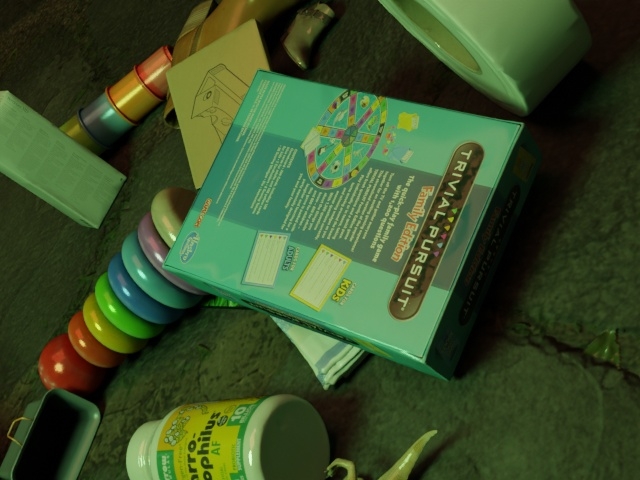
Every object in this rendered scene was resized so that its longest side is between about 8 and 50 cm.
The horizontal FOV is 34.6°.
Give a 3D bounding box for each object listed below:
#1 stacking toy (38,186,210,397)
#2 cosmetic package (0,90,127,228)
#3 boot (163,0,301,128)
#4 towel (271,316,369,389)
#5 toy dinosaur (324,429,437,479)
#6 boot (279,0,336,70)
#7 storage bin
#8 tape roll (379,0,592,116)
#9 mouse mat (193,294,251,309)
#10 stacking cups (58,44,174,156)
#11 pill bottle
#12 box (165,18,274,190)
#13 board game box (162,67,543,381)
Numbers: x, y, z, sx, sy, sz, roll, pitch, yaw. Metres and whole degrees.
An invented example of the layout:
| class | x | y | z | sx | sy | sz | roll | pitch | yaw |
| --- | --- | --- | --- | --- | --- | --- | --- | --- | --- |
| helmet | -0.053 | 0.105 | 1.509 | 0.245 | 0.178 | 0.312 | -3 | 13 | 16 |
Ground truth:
| class | x | y | z | sx | sy | sz | roll | pitch | yaw |
| --- | --- | --- | --- | --- | --- | --- | --- | --- | --- |
| stacking toy | -0.248 | 0.089 | 1.325 | 0.330 | 0.141 | 0.141 | -45 | 38 | 19 |
| cosmetic package | -0.419 | -0.121 | 1.572 | 0.060 | 0.239 | 0.099 | 10 | 67 | 49 |
| boot | -0.128 | -0.293 | 1.527 | 0.283 | 0.109 | 0.220 | -15 | 51 | 37 |
| towel | 0.000 | 0.000 | 1.154 | 0.209 | 0.034 | 0.285 | -46 | 57 | 6 |
| toy dinosaur | 0.049 | 0.247 | 0.974 | 0.093 | 0.053 | 0.183 | 27 | 88 | 36 |
| boot | -0.013 | -0.299 | 1.474 | 0.087 | 0.042 | 0.118 | -40 | 39 | 10 |
| storage bin | -0.365 | 0.264 | 1.333 | 0.091 | 0.098 | 0.135 | -16 | 49 | 50 |
| tape roll | 0.147 | -0.261 | 1.087 | 0.100 | 0.286 | 0.286 | -48 | 38 | 5 |
| mouse mat | -0.093 | 0.005 | 1.336 | 0.153 | 0.007 | 0.189 | -2 | 59 | 44 |
| stacking cups | -0.350 | -0.205 | 1.704 | 0.316 | 0.096 | 0.096 | -37 | 40 | 12 |
| pill bottle | -0.103 | 0.225 | 1.075 | 0.208 | 0.117 | 0.117 | -11 | 52 | 39 |
| box | -0.130 | -0.188 | 1.445 | 0.164 | 0.021 | 0.201 | -25 | 68 | 22 |
| board game box | 0.028 | -0.028 | 1.084 | 0.336 | 0.079 | 0.253 | 18 | 77 | 33 |
